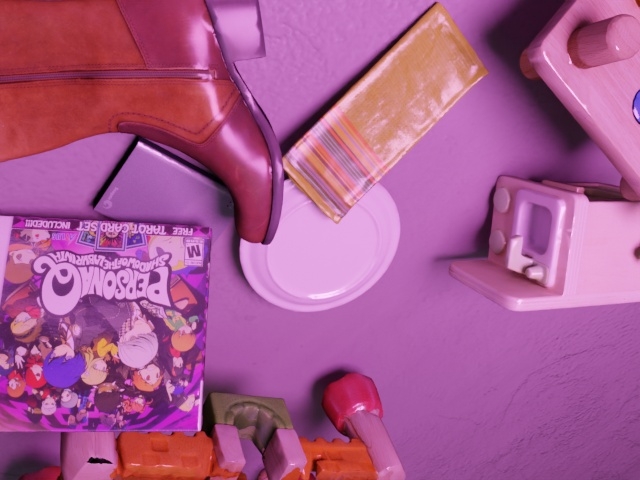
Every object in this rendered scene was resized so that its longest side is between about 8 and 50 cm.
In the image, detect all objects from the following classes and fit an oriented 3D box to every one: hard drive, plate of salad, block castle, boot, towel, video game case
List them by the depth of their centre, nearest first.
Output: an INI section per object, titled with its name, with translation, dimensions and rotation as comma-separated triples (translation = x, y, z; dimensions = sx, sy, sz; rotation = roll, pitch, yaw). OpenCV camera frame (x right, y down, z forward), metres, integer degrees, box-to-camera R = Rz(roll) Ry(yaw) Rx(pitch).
[boot]
translation = -0.181, -0.096, 0.539
dimensions = 0.280, 0.096, 0.264
rotation = -12, 121, -10
[video game case]
translation = -0.231, 0.084, 0.595
dimensions = 0.232, 0.210, 0.042
rotation = 4, 166, -10
[towel]
translation = 0.069, -0.131, 0.630
dimensions = 0.237, 0.021, 0.102
rotation = -45, 120, 3
[hard drive]
translation = -0.163, -0.044, 0.644
dimensions = 0.135, 0.022, 0.094
rotation = 28, 112, -32
[plate of salad]
translation = 0.000, 0.000, 0.714
dimensions = 0.199, 0.048, 0.200
rotation = -8, 123, -13
[block castle]
translation = -0.146, 0.305, 0.791
dimensions = 0.453, 0.213, 0.303
rotation = 13, 116, -29

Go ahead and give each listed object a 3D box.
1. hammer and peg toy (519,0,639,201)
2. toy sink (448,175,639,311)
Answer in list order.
[hammer and peg toy]
translation = 0.386, -0.141, 0.588
dimensions = 0.361, 0.127, 0.266
rotation = 43, 82, -17
[toy sink]
translation = 0.298, -0.006, 0.727
dimensions = 0.234, 0.153, 0.131
rotation = -2, 104, -17
